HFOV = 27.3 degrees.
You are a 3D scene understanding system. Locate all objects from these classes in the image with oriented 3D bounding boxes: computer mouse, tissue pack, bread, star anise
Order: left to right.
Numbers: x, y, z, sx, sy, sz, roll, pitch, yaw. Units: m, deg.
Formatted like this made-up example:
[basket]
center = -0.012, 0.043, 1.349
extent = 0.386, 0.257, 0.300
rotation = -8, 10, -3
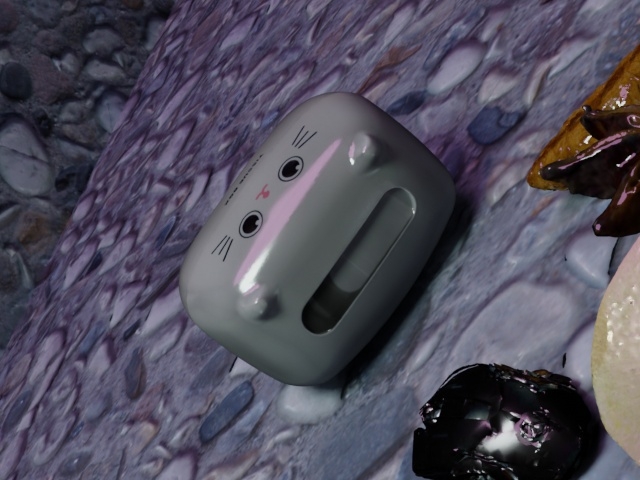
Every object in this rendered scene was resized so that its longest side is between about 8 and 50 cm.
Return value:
[tissue pack]
center = 0.000, 0.000, 1.540
extent = 0.333, 0.229, 0.236
rotation = -54, 21, -3
[computer mouse]
center = 0.151, 0.168, 1.196
extent = 0.241, 0.077, 0.146
rotation = -10, 45, 60
[bread]
center = 0.306, -0.124, 1.328
extent = 0.233, 0.076, 0.105
rotation = -51, 9, 22
[star anise]
center = 0.337, -0.070, 1.173
extent = 0.272, 0.103, 0.272
rotation = -18, 32, 12

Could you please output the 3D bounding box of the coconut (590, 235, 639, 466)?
[coconut]
center = 0.292, 0.066, 0.820
extent = 0.233, 0.233, 0.245
rotation = -45, -14, 18
